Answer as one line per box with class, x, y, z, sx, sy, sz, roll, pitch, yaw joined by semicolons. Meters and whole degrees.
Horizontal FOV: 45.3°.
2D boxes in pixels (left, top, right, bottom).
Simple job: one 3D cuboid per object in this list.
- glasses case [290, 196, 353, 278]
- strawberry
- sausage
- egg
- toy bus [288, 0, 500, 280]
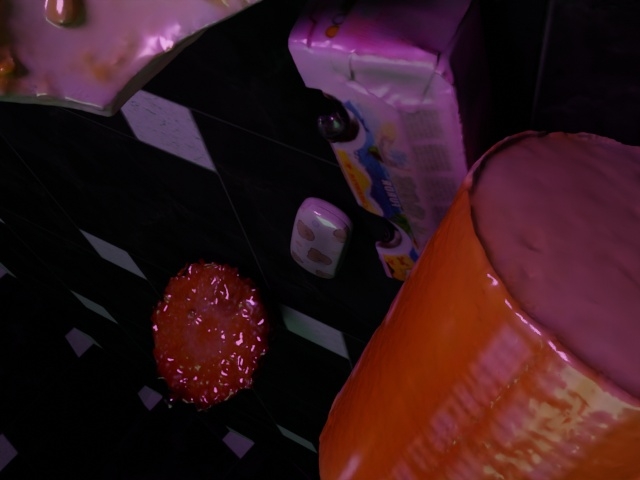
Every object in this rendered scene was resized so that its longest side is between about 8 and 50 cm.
glasses case;0.000;0.000;0.867;0.063;0.041;0.164;29;159;6
strawberry;-0.145;0.155;1.220;0.234;0.234;0.178;20;-178;28
sausage;0.148;0.100;0.518;0.233;0.233;0.287;30;134;5
egg;-0.103;-0.199;0.427;0.271;0.162;0.206;-24;92;27
toy bus;0.072;-0.069;0.564;0.112;0.090;0.274;12;151;27
